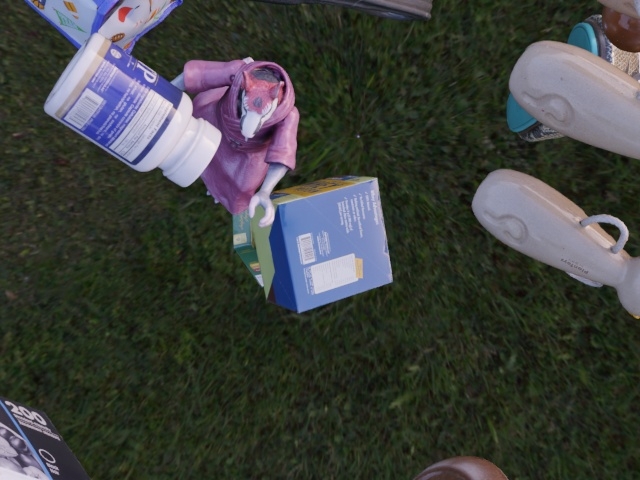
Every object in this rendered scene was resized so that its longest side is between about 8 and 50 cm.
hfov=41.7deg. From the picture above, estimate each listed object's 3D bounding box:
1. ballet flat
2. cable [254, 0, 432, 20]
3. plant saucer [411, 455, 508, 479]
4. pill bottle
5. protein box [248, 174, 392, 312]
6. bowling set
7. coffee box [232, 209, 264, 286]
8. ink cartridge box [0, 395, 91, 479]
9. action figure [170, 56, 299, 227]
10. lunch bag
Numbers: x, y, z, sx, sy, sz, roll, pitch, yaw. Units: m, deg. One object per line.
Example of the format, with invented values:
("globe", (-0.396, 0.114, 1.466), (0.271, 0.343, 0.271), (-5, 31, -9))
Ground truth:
("ballet flat", (0.472, -0.273, 1.458), (0.182, 0.483, 0.164), (0, 85, -3))
("cable", (0.007, -0.210, 0.625), (0.287, 0.139, 0.072), (-8, 104, -42))
("plant saucer", (0.145, 0.346, 1.009), (0.036, 0.198, 0.198), (37, 98, -29))
("pill bottle", (-0.217, -0.147, 0.994), (0.187, 0.112, 0.112), (34, 98, -24))
("protein box", (0.000, 0.000, 1.522), (0.201, 0.136, 0.199), (-16, 104, -27))
("bowling set", (0.228, -0.110, 0.543), (0.154, 0.287, 0.200), (33, 58, 21))
("coffee box", (-0.129, 0.006, 1.681), (0.040, 0.184, 0.113), (-10, 59, 10))
("ink cartridge box", (-0.321, 0.172, 0.774), (0.208, 0.206, 0.045), (33, 83, 40))
("action figure", (-0.092, -0.175, 1.244), (0.276, 0.370, 0.248), (-43, 94, -21))
("lunch bag", (-0.491, -0.551, 1.689), (0.328, 0.385, 0.239), (44, 96, -6))
